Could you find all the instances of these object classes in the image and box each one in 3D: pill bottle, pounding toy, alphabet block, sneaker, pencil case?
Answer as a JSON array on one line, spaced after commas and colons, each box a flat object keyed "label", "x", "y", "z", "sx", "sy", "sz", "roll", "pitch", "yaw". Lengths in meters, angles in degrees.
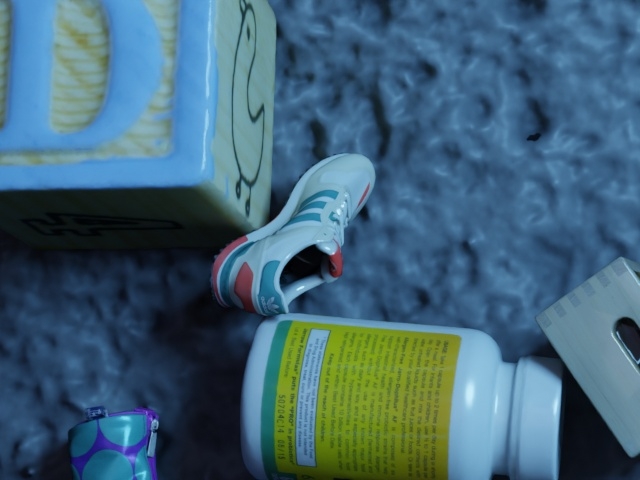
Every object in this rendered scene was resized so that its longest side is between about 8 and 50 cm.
[{"label": "pill bottle", "x": 0.059, "y": 0.114, "z": 1.192, "sx": 0.208, "sy": 0.117, "sz": 0.117, "roll": 4, "pitch": 79, "yaw": 10}, {"label": "pounding toy", "x": 0.235, "y": 0.083, "z": 1.170, "sx": 0.100, "sy": 0.130, "sz": 0.141, "roll": -37, "pitch": 74, "yaw": 13}, {"label": "alphabet block", "x": -0.144, "y": -0.103, "z": 1.232, "sx": 0.194, "sy": 0.197, "sz": 0.192, "roll": 1, "pitch": 79, "yaw": 11}, {"label": "sneaker", "x": 0.000, "y": 0.000, "z": 1.224, "sx": 0.075, "sy": 0.057, "sz": 0.161, "roll": 18, "pitch": 48, "yaw": 40}, {"label": "pencil case", "x": -0.134, "y": 0.192, "z": 1.237, "sx": 0.070, "sy": 0.064, "sz": 0.151, "roll": -19, "pitch": 76, "yaw": 23}]
